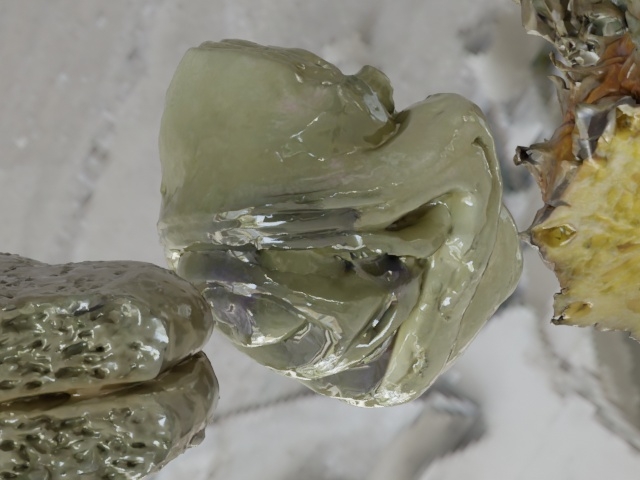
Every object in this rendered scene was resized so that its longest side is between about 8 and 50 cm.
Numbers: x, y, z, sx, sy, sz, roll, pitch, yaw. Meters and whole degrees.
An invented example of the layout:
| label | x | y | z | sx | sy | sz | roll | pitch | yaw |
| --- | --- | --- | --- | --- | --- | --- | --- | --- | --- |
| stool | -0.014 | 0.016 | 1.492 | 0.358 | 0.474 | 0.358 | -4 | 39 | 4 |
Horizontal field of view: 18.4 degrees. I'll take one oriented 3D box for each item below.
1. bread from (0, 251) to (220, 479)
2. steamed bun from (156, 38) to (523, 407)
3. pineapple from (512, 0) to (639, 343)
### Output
| label | x | y | z | sx | sy | sz | roll | pitch | yaw |
| --- | --- | --- | --- | --- | --- | --- | --- | --- | --- |
| bread | -0.213 | 0.061 | 0.896 | 0.183 | 0.337 | 0.102 | -96 | 179 | -75 |
| steamed bun | 0.000 | 0.000 | 1.782 | 0.247 | 0.339 | 0.352 | -59 | 154 | -48 |
| pineapple | 0.195 | -0.122 | 1.139 | 0.262 | 0.272 | 0.262 | -10 | 141 | -8 |
